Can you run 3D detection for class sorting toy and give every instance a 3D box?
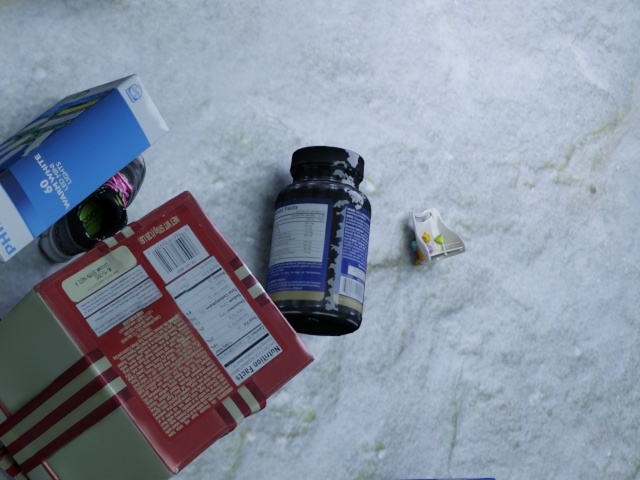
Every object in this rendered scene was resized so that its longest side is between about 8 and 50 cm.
[{"bbox_3d":[0.153,-0.008,1.955,0.083,0.045,0.075,-12,84,-45],"label":"sorting toy"}]

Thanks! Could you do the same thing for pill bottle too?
[{"bbox_3d":[0.000,0.000,1.737,0.123,0.123,0.219,21,68,-41],"label":"pill bottle"}]

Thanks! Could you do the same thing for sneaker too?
[{"bbox_3d":[-0.235,-0.043,1.542,0.063,0.075,0.170,55,49,-23],"label":"sneaker"}]

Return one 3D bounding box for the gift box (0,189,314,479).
[{"bbox_3d":[-0.203,0.111,1.425,0.255,0.258,0.276,-30,84,-42],"label":"gift box"}]

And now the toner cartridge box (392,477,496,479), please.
[{"bbox_3d":[0.145,0.476,1.763,0.075,0.165,0.348,7,77,-43],"label":"toner cartridge box"}]

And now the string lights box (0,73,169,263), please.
[{"bbox_3d":[-0.291,-0.068,1.448,0.260,0.133,0.077,-45,114,-41],"label":"string lights box"}]
